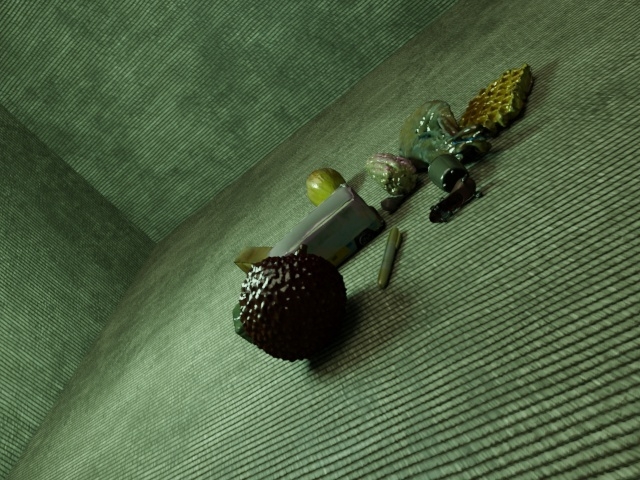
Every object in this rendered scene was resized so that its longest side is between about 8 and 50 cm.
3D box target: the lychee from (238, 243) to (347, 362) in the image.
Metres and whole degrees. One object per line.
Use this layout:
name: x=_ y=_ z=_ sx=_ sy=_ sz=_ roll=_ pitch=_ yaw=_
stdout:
lychee: x=-0.067 y=0.155 z=1.379 sx=0.275 sy=0.275 sz=0.305 roll=-16 pitch=59 yaw=50

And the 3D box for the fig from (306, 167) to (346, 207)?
fig: x=0.042 y=-0.173 z=2.017 sx=0.159 sy=0.159 sz=0.257 roll=-42 pitch=38 yaw=4

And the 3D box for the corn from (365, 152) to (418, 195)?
corn: x=0.224 y=-0.234 z=1.789 sx=0.126 sy=0.127 sz=0.335 roll=-42 pitch=20 yaw=5

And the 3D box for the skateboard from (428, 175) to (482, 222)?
skateboard: x=0.344 y=-0.106 z=1.421 sx=0.151 sy=0.067 sz=0.080 roll=-42 pitch=11 yaw=16

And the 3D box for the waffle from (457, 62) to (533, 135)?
waffle: x=0.538 y=-0.415 z=1.642 sx=0.309 sy=0.065 sz=0.283 roll=-46 pitch=19 yaw=6

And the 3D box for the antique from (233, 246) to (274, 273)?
antique: x=-0.218 y=0.084 z=2.023 sx=0.087 sy=0.093 sz=0.310 roll=-52 pitch=22 yaw=-20

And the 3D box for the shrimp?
shrimp: x=0.369 y=-0.320 z=1.649 sx=0.445 sy=0.109 sz=0.221 roll=30 pitch=106 yaw=64

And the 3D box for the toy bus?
toy bus: x=0.000 y=0.000 z=1.694 sx=0.386 sy=0.162 sz=0.171 roll=-41 pitch=22 yaw=8

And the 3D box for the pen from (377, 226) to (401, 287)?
pen: x=0.188 y=0.043 z=1.457 sx=0.040 sy=0.032 sz=0.233 roll=-5 pitch=39 yaw=23

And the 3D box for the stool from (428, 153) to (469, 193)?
stool: x=0.355 y=-0.182 z=1.489 sx=0.096 sy=0.096 sz=0.110 roll=-40 pitch=28 yaw=10

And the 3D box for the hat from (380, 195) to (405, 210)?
hat: x=0.228 y=-0.114 z=1.679 sx=0.087 sy=0.042 sz=0.058 roll=-16 pitch=8 yaw=-33

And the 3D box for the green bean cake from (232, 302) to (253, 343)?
green bean cake: x=-0.183 y=0.215 z=1.699 sx=0.185 sy=0.094 sz=0.183 roll=-47 pitch=19 yaw=4
